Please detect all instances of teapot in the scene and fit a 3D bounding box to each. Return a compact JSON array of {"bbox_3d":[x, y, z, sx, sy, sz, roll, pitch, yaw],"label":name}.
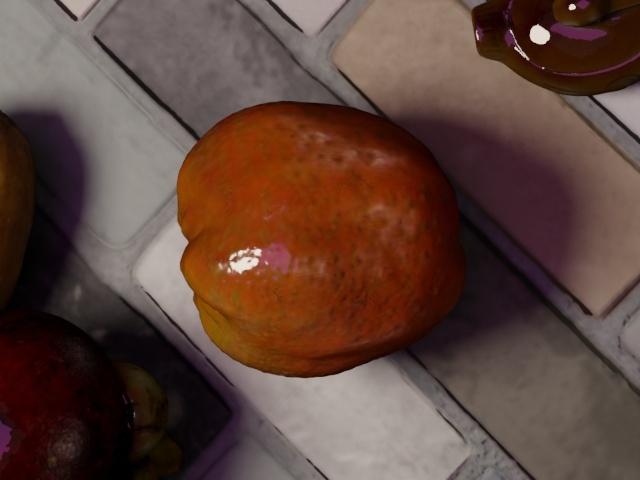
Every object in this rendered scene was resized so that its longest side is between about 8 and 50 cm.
[{"bbox_3d":[0.159,-0.139,1.221,0.129,0.078,0.098,-7,86,16],"label":"teapot"}]

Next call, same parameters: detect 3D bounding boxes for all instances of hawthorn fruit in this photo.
[{"bbox_3d":[0.000,0.000,1.218,0.189,0.189,0.189,-1,88,16],"label":"hawthorn fruit"}]

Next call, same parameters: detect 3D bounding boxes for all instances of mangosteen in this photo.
[{"bbox_3d":[-0.182,0.135,1.270,0.200,0.200,0.200,-1,88,16],"label":"mangosteen"}]

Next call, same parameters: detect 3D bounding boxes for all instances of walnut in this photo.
[{"bbox_3d":[-0.254,0.004,1.328,0.115,0.116,0.207,19,102,16],"label":"walnut"}]
